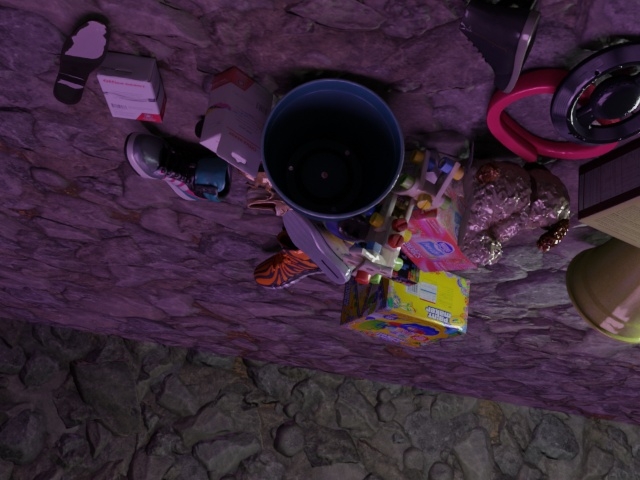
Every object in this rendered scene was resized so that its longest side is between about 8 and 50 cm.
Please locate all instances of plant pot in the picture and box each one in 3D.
[{"bbox_3d":[0.015,-0.156,1.558,0.271,0.272,0.255,9,170,-2],"label":"plant pot"},{"bbox_3d":[0.779,0.070,1.840,0.276,0.276,0.254,12,145,-9],"label":"plant pot"}]

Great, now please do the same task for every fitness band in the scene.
[{"bbox_3d":[0.451,-0.233,1.480,0.291,0.054,0.209,26,148,-38],"label":"fitness band"}]

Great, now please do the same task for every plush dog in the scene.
[{"bbox_3d":[0.411,-0.092,1.592,0.225,0.262,0.210,4,149,-11],"label":"plush dog"}]

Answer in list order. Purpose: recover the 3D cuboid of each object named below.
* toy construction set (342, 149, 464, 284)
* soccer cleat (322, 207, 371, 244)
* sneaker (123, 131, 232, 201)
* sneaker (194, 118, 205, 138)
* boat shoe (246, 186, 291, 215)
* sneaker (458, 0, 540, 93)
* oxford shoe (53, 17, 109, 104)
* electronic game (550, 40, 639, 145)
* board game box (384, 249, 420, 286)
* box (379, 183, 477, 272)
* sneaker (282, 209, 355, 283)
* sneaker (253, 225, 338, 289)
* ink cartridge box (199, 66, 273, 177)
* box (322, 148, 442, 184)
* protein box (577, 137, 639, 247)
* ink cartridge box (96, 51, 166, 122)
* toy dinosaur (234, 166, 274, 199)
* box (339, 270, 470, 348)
[{"bbox_3d":[0.158,-0.029,1.598,0.151,0.328,0.215,42,157,-18],"label":"toy construction set"},{"bbox_3d":[0.104,-0.023,2.060,0.121,0.093,0.289,29,178,39],"label":"soccer cleat"},{"bbox_3d":[-0.303,-0.168,1.777,0.178,0.124,0.295,1,164,28],"label":"sneaker"},{"bbox_3d":[-0.193,-0.236,1.695,0.161,0.057,0.075,3,173,8],"label":"sneaker"},{"bbox_3d":[-0.109,-0.092,1.973,0.170,0.059,0.063,10,157,-3],"label":"boat shoe"},{"bbox_3d":[0.294,-0.334,1.288,0.118,0.083,0.222,24,166,12],"label":"sneaker"},{"bbox_3d":[-0.463,-0.360,1.477,0.076,0.076,0.212,23,137,-26],"label":"oxford shoe"},{"bbox_3d":[0.519,-0.253,1.346,0.229,0.048,0.229,-5,141,-4],"label":"electronic game"},{"bbox_3d":[0.196,0.017,1.980,0.141,0.170,0.048,21,156,-28],"label":"board game box"},{"bbox_3d":[0.270,-0.044,1.851,0.154,0.142,0.300,-6,153,28],"label":"box"},{"bbox_3d":[0.000,0.000,2.068,0.258,0.091,0.094,51,140,-12],"label":"sneaker"},{"bbox_3d":[-0.096,0.035,2.216,0.321,0.125,0.180,-20,141,29],"label":"sneaker"},{"bbox_3d":[-0.168,-0.225,1.512,0.067,0.198,0.115,-13,149,40],"label":"ink cartridge box"},{"bbox_3d":[0.113,-0.155,1.748,0.324,0.063,0.067,-3,154,24],"label":"box"},{"bbox_3d":[0.684,-0.099,1.594,0.199,0.136,0.201,20,155,-23],"label":"protein box"},{"bbox_3d":[-0.381,-0.311,1.557,0.109,0.063,0.150,8,156,1],"label":"ink cartridge box"},{"bbox_3d":[-0.122,-0.143,1.869,0.183,0.053,0.092,6,155,5],"label":"toy dinosaur"},{"bbox_3d":[0.258,0.195,2.365,0.290,0.177,0.279,18,156,-22],"label":"box"}]
